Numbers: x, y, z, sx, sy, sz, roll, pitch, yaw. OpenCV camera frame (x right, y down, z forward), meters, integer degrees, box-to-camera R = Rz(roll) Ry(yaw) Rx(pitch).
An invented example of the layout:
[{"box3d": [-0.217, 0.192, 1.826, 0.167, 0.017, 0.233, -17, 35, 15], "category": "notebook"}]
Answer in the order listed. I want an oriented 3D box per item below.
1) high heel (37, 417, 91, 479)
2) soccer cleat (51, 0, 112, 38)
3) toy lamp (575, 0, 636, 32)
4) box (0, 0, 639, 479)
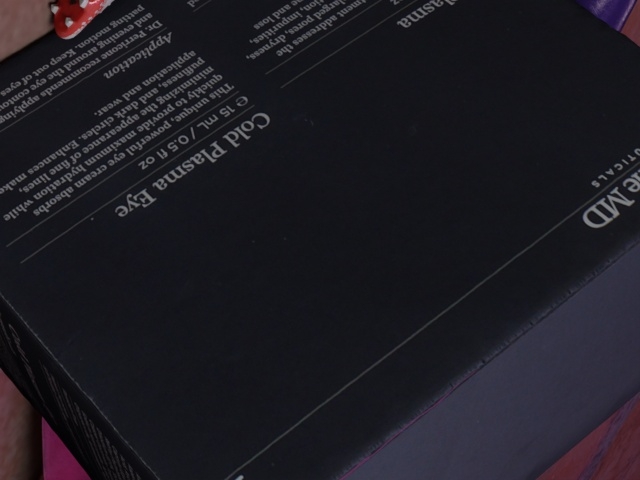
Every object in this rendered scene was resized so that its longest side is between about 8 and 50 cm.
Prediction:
[{"box3d": [-0.202, 0.170, 0.957, 0.117, 0.082, 0.244, 31, 116, -31], "category": "high heel"}, {"box3d": [-0.111, -0.140, 0.731, 0.035, 0.029, 0.083, 21, 104, -54], "category": "soccer cleat"}, {"box3d": [0.136, -0.111, 1.032, 0.275, 0.080, 0.080, -47, 150, 5], "category": "toy lamp"}, {"box3d": [0.000, 0.000, 0.753, 0.343, 0.312, 0.179, -35, 147, -18], "category": "box"}]
